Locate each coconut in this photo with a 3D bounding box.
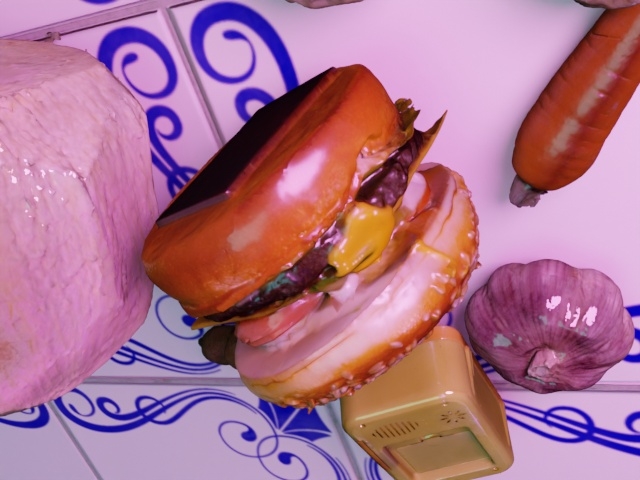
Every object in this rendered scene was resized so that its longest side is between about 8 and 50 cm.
[{"bbox_3d":[-0.359,0.006,0.766,0.404,0.404,0.404,12,129,15],"label":"coconut"}]

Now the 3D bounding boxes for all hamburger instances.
[{"bbox_3d":[0.000,0.000,0.682,0.291,0.291,0.225,-31,111,37],"label":"hamburger"}]

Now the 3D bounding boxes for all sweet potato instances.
[{"bbox_3d":[-0.100,0.124,0.920,0.218,0.065,0.051,-8,91,65],"label":"sweet potato"}]

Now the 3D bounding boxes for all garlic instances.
[{"bbox_3d":[0.219,0.087,0.752,0.159,0.102,0.147,2,124,21],"label":"garlic"}]

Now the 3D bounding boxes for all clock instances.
[{"bbox_3d":[0.115,0.184,0.833,0.143,0.096,0.202,-17,138,19],"label":"clock"}]

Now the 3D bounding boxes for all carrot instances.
[{"bbox_3d":[0.236,-0.154,0.597,0.069,0.069,0.336,28,125,2],"label":"carrot"}]

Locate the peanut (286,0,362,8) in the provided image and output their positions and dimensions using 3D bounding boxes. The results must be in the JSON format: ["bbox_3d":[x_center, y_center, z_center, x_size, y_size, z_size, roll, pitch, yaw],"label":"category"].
[{"bbox_3d":[0.054,-0.277,0.537,0.130,0.130,0.290,38,133,-7],"label":"peanut"}]

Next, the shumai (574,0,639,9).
[{"bbox_3d":[0.198,-0.230,0.533,0.099,0.087,0.124,7,133,4],"label":"shumai"}]

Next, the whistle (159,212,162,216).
[{"bbox_3d":[-0.054,0.071,0.890,0.326,0.057,0.068,31,134,-1],"label":"whistle"}]
